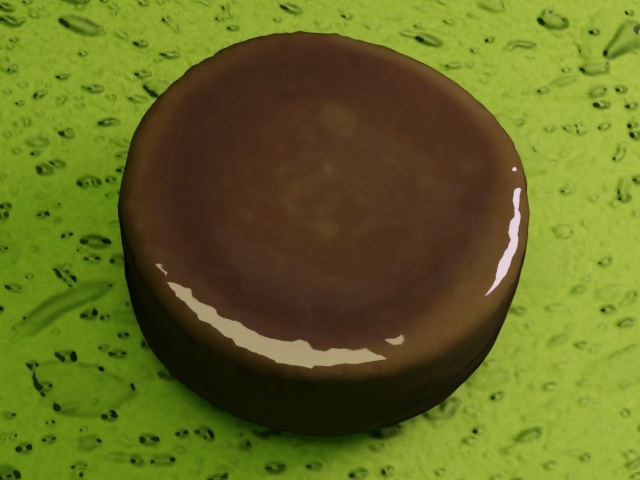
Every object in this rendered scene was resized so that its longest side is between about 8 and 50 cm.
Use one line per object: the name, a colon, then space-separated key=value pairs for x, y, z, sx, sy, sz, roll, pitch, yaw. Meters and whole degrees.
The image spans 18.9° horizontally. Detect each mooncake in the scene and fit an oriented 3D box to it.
mooncake: x=0.000 y=0.000 z=1.361 sx=0.284 sy=0.155 sz=0.284 roll=3 pitch=60 yaw=-5
